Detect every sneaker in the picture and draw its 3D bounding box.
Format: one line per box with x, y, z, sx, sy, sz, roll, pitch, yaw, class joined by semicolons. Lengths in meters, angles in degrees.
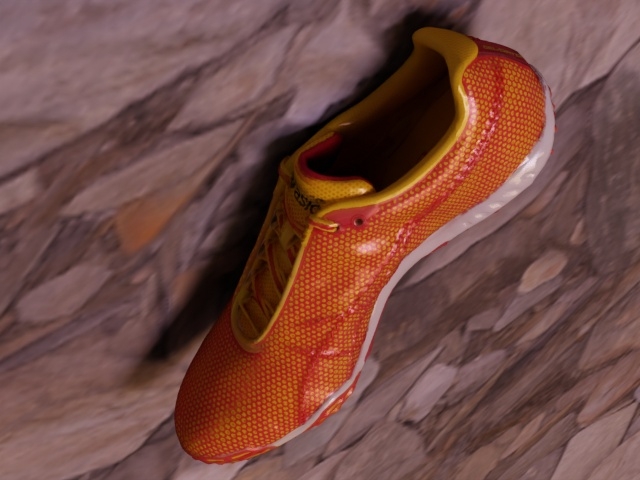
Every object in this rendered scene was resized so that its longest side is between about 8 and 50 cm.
0.000;0.000;0.643;0.067;0.064;0.175;22;111;-42;sneaker
